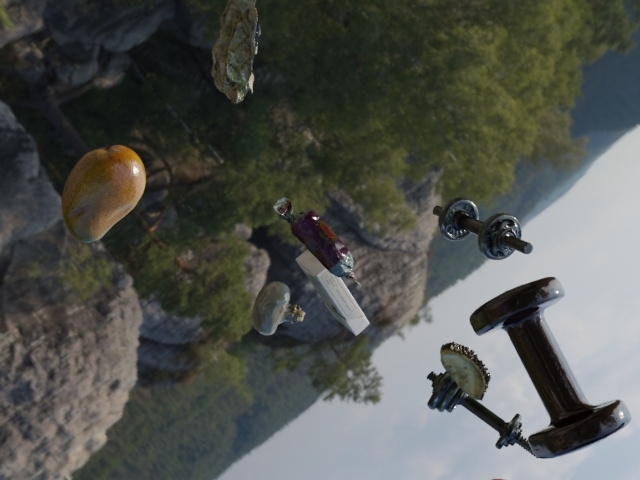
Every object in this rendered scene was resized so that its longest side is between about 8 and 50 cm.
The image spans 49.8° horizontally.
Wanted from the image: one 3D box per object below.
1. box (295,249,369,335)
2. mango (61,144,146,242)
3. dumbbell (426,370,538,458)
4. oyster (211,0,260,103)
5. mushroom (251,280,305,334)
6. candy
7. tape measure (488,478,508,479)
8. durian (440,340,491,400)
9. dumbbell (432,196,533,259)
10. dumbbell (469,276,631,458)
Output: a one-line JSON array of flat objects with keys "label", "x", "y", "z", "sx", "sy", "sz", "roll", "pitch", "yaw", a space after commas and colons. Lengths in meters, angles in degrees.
[{"label": "box", "x": 0.022, "y": 0.090, "z": 1.211, "sx": 0.040, "sy": 0.154, "sz": 0.084, "roll": -40, "pitch": -148, "yaw": -13}, {"label": "mango", "x": -0.355, "y": -0.081, "z": 1.114, "sx": 0.165, "sy": 0.115, "sz": 0.089, "roll": -42, "pitch": -153, "yaw": 0}, {"label": "dumbbell", "x": 0.317, "y": 0.335, "z": 1.343, "sx": 0.110, "sy": 0.254, "sz": 0.110, "roll": -47, "pitch": 158, "yaw": -25}, {"label": "oyster", "x": -0.138, "y": -0.327, "z": 1.103, "sx": 0.072, "sy": 0.209, "sz": 0.133, "roll": -1, "pitch": -166, "yaw": -17}, {"label": "mushroom", "x": -0.063, "y": 0.108, "z": 1.059, "sx": 0.085, "sy": 0.079, "sz": 0.085, "roll": -160, "pitch": -90, "yaw": -78}, {"label": "candy", "x": 0.000, "y": 0.000, "z": 1.000, "sx": 0.043, "sy": 0.175, "sz": 0.045, "roll": -45, "pitch": 179, "yaw": 25}, {"label": "tape measure", "x": 0.428, "y": 0.660, "z": 1.527, "sx": 0.114, "sy": 0.260, "sz": 0.253, "roll": -55, "pitch": 166, "yaw": 28}, {"label": "durian", "x": 0.275, "y": 0.240, "z": 1.284, "sx": 0.066, "sy": 0.130, "sz": 0.052, "roll": -38, "pitch": -177, "yaw": -3}, {"label": "dumbbell", "x": 0.264, "y": -0.021, "z": 1.153, "sx": 0.081, "sy": 0.082, "sz": 0.254, "roll": -38, "pitch": -152, "yaw": -9}, {"label": "dumbbell", "x": 0.307, "y": 0.171, "z": 0.936, "sx": 0.124, "sy": 0.225, "sz": 0.140, "roll": -20, "pitch": 162, "yaw": -12}]
